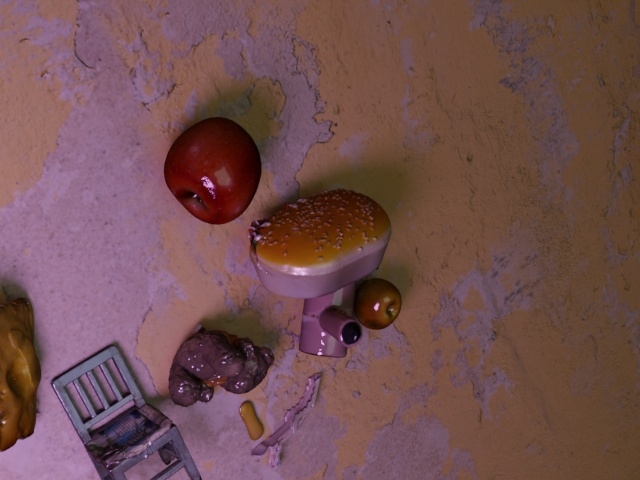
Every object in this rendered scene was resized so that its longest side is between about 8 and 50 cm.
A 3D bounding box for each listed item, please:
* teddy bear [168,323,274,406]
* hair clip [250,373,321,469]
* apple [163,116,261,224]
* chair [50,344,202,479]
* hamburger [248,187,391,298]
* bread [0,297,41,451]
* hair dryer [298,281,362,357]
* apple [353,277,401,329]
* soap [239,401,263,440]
[{"bbox_3d":[-0.183,0.238,1.478,0.177,0.140,0.190,-41,137,20],"label":"teddy bear"},{"bbox_3d":[-0.056,0.384,1.631,0.226,0.034,0.072,-50,123,-24],"label":"hair clip"},{"bbox_3d":[-0.192,-0.126,1.407,0.168,0.181,0.181,-47,118,-30],"label":"apple"},{"bbox_3d":[-0.339,0.339,1.353,0.136,0.147,0.270,-30,112,-30],"label":"chair"},{"bbox_3d":[0.000,0.000,1.527,0.295,0.227,0.151,-22,122,-36],"label":"hamburger"},{"bbox_3d":[-0.509,0.211,1.223,0.088,0.161,0.233,-9,86,9],"label":"bread"},{"bbox_3d":[0.039,0.149,1.503,0.107,0.344,0.189,8,90,-11],"label":"hair dryer"},{"bbox_3d":[0.126,0.140,1.702,0.099,0.102,0.114,23,81,-36],"label":"apple"},{"bbox_3d":[-0.142,0.370,1.579,0.034,0.012,0.089,-31,111,-31],"label":"soap"}]
